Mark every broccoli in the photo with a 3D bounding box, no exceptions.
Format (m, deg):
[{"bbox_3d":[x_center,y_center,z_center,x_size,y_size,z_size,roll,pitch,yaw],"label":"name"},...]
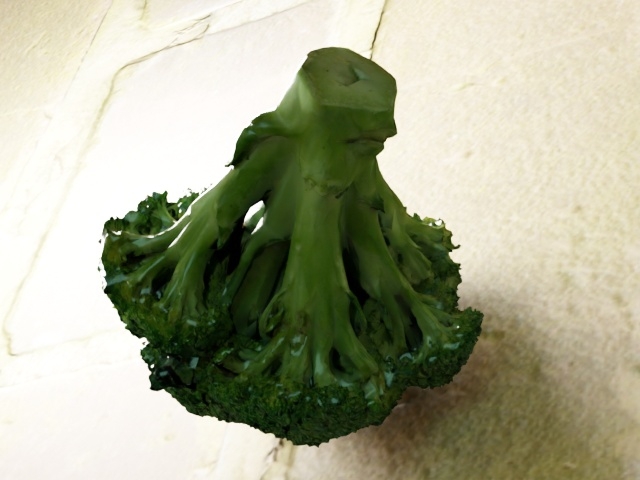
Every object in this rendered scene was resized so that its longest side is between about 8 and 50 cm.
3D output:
[{"bbox_3d":[0.000,0.000,1.123,0.254,0.269,0.269,27,58,19],"label":"broccoli"}]
